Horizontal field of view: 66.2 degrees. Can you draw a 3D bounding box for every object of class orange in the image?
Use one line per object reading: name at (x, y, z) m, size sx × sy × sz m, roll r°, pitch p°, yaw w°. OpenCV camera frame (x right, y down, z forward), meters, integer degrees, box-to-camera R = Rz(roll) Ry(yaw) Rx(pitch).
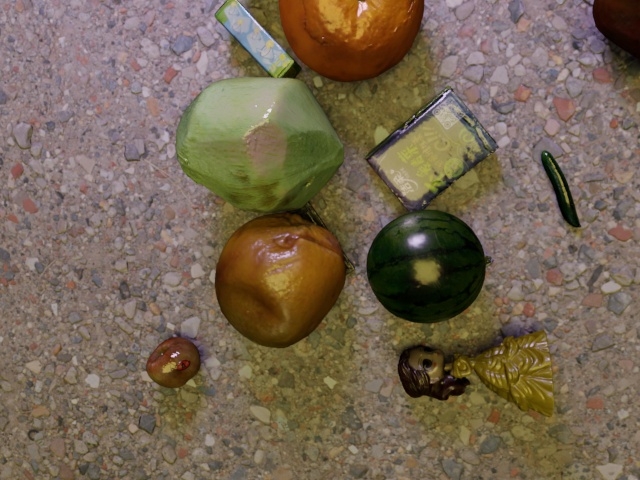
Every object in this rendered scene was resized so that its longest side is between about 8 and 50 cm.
orange at (0.060, -0.456, 0.966) m, size 0.284 × 0.226 × 0.283 m, roll 0°, pitch 96°, yaw -2°

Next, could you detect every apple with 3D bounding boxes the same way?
apple at (-0.357, 0.299, 1.200) m, size 0.126 × 0.126 × 0.102 m, roll -30°, pitch 118°, yaw 12°

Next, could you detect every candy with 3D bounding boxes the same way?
candy at (-0.133, -0.427, 1.066) m, size 0.062 × 0.097 × 0.194 m, roll -44°, pitch 91°, yaw 13°

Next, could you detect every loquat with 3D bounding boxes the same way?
loquat at (-0.084, 0.082, 1.063) m, size 0.277 × 0.276 × 0.283 m, roll 7°, pitch 118°, yaw 7°

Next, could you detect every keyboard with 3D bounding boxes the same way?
keyboard at (0.000, 0.000, 1.154) m, size 0.061 × 0.013 × 0.204 m, roll -34°, pitch 93°, yaw 12°

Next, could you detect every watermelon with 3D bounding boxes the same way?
watermelon at (0.217, 0.054, 1.015) m, size 0.243 × 0.242 × 0.242 m, roll 1°, pitch 99°, yaw 8°

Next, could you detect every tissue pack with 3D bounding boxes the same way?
tissue pack at (0.236, -0.190, 1.059) m, size 0.236 × 0.073 × 0.173 m, roll -40°, pitch 91°, yaw 12°

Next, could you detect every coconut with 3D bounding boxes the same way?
coconut at (-0.110, -0.192, 0.998) m, size 0.329 × 0.328 × 0.281 m, roll 9°, pitch 65°, yaw 7°

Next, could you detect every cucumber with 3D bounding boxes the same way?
cucumber at (0.515, -0.108, 1.049) m, size 0.033 × 0.036 × 0.184 m, roll -22°, pitch 94°, yaw 3°

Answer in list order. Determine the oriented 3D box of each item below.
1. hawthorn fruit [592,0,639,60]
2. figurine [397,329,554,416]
hawthorn fruit at (0.635, -0.460, 0.843) m, size 0.309 × 0.325 × 0.307 m, roll 0°, pitch 89°, yaw 34°
figurine at (0.327, 0.283, 1.079) m, size 0.316 × 0.168 × 0.187 m, roll -2°, pitch 55°, yaw 17°
